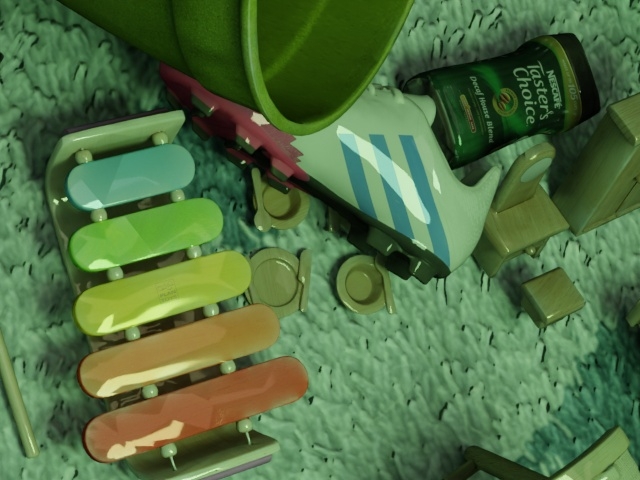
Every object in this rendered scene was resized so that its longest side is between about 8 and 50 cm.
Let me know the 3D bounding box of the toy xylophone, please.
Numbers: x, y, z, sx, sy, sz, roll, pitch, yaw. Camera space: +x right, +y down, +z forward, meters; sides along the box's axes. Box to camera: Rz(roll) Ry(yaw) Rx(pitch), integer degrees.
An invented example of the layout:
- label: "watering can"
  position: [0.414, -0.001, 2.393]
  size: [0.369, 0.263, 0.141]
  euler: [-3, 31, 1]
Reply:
- label: "toy xylophone"
  position: [-0.161, 0.062, 1.500]
  size: [0.236, 0.081, 0.322]
  euler: [-24, 92, -26]

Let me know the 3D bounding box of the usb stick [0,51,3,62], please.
- label: "usb stick"
  position: [-0.385, -0.214, 1.461]
  size: [0.278, 0.045, 0.077]
  euler: [38, 61, -15]

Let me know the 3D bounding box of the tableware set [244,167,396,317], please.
- label: "tableware set"
  position: [0.000, 0.000, 1.621]
  size: [0.169, 0.020, 0.141]
  euler: [-1, 82, -26]

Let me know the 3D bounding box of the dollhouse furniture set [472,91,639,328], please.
- label: "dollhouse furniture set"
  position: [0.360, 0.045, 1.628]
  size: [0.303, 0.174, 0.355]
  euler: [-22, 67, -26]

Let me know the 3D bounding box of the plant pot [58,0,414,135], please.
- label: "plant pot"
  position: [-0.120, -0.307, 1.410]
  size: [0.353, 0.366, 0.366]
  euler: [19, 69, 19]

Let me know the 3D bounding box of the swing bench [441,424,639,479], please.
- label: "swing bench"
  position: [0.199, 0.312, 1.532]
  size: [0.165, 0.255, 0.253]
  euler: [-34, 96, -26]

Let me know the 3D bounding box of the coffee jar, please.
- label: "coffee jar"
  position: [0.174, -0.133, 1.694]
  size: [0.184, 0.079, 0.096]
  euler: [-20, 91, -27]

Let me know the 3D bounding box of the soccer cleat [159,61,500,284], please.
- label: "soccer cleat"
  position: [0.013, -0.097, 1.567]
  size: [0.331, 0.116, 0.143]
  euler: [36, 81, -20]
